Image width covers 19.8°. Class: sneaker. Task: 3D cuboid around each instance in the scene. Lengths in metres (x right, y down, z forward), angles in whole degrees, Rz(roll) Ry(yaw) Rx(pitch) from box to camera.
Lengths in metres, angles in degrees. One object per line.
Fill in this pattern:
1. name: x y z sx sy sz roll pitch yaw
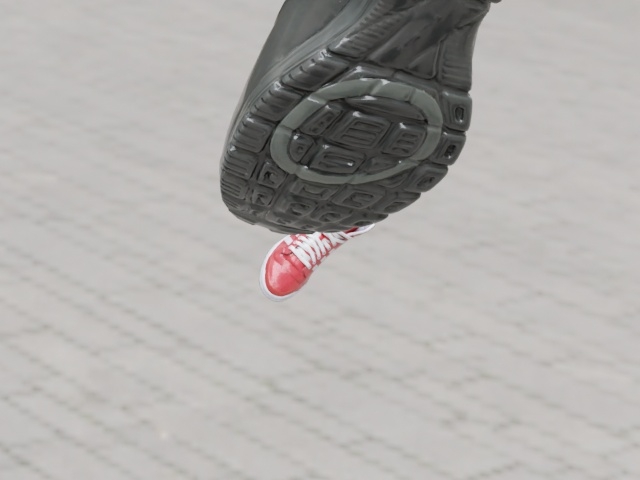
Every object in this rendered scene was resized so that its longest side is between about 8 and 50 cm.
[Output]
1. sneaker: 0.000 0.000 1.491 0.118 0.042 0.067 -48 9 -35
2. sneaker: 0.035 -0.123 0.901 0.109 0.286 0.130 20 33 -22
